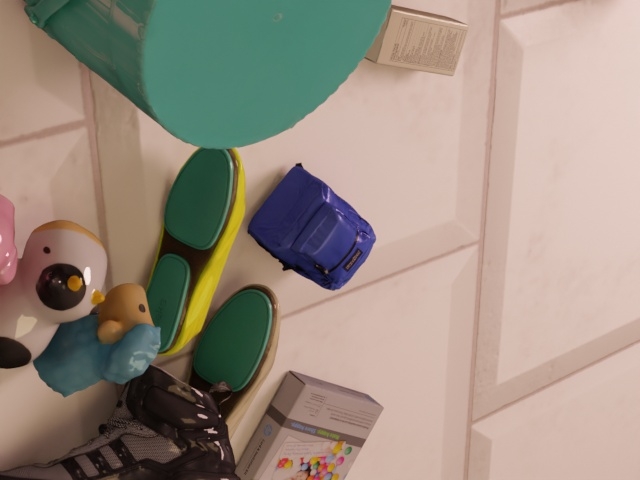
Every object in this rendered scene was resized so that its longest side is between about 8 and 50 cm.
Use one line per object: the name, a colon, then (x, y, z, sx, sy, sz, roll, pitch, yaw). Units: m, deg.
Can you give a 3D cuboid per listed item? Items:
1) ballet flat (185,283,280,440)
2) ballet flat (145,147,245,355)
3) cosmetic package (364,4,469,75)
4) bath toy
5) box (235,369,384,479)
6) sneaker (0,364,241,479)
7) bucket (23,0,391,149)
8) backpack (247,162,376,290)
ballet flat: (-0.103, 0.158, 1.231, 0.086, 0.086, 0.248, 22, 100, -44)
ballet flat: (-0.119, 0.006, 1.139, 0.077, 0.077, 0.231, -9, 123, -60)
cosmetic package: (0.096, -0.210, 1.208, 0.115, 0.041, 0.060, 4, 111, -40)
bath toy: (-0.291, 0.022, 0.959, 0.348, 0.129, 0.151, 35, 89, -44)
box: (-0.023, 0.255, 1.366, 0.145, 0.038, 0.186, 25, 97, -44)
sneaker: (-0.211, 0.200, 1.143, 0.268, 0.101, 0.153, 0, 78, -11)
bucket: (-0.085, -0.220, 0.909, 0.281, 0.183, 0.281, -30, 146, -23)
backpack: (0.000, 0.000, 1.205, 0.098, 0.101, 0.120, -48, 138, 1)
